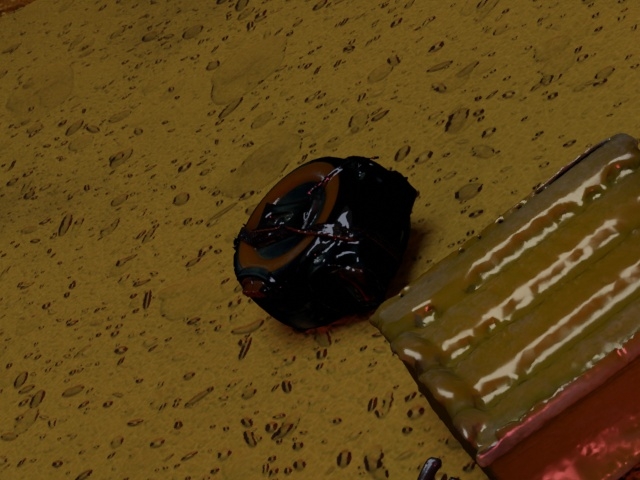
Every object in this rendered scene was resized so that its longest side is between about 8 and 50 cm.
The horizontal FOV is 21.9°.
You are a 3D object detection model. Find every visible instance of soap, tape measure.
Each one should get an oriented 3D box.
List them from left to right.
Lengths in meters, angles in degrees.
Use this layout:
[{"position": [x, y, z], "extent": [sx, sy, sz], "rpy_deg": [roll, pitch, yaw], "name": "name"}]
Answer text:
[{"position": [0.000, 0.000, 1.914], "extent": [0.223, 0.135, 0.202], "rpy_deg": [-16, 43, 39], "name": "tape measure"}, {"position": [0.241, 0.075, 1.543], "extent": [0.335, 0.156, 0.293], "rpy_deg": [-38, 27, -5], "name": "soap"}]

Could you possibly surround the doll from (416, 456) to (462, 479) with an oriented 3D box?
[{"position": [0.091, 0.290, 1.485], "extent": [0.165, 0.057, 0.139], "rpy_deg": [-45, 33, -7], "name": "doll"}]
